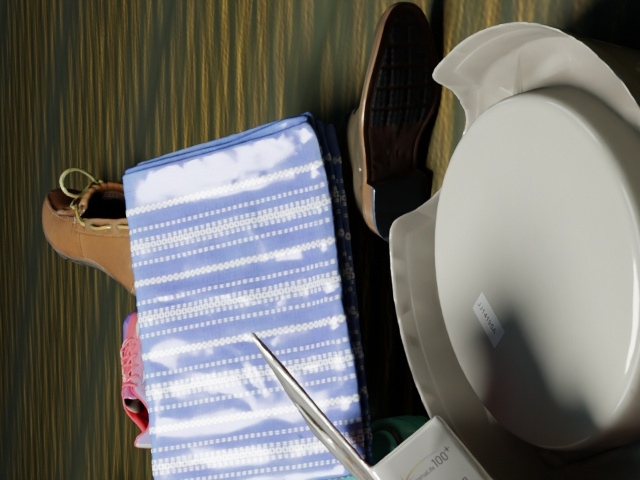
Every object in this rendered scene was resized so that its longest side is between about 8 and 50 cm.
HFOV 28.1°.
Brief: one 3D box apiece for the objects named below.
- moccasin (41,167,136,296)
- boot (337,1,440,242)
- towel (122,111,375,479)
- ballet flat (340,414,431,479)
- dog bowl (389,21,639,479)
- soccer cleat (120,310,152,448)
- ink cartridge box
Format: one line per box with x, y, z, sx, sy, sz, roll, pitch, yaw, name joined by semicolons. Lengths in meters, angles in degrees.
-0.297;-0.029;1.816;0.380;0.139;0.147;26;117;60;moccasin
0.047;-0.115;1.166;0.106;0.082;0.219;34;127;54;boot
-0.077;0.066;1.201;0.243;0.040;0.336;-13;79;28;towel
0.040;0.226;1.232;0.247;0.087;0.083;-34;65;50;ballet flat
0.177;0.020;0.906;0.349;0.102;0.348;20;113;62;dog bowl
-0.249;0.193;1.811;0.248;0.095;0.083;60;145;39;soccer cleat
0.075;0.186;0.948;0.261;0.066;0.296;49;173;21;ink cartridge box
